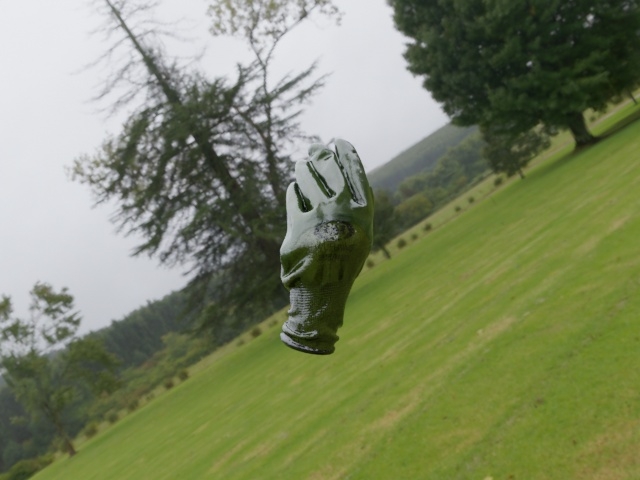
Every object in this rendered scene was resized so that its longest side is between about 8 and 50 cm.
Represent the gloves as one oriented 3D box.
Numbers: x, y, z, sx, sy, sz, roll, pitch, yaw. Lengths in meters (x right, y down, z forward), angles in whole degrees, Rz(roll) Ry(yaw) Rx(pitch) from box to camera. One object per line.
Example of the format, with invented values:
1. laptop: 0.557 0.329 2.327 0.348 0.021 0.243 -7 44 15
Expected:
1. gloves: 0.008 0.004 0.756 0.135 0.267 0.107 10 -10 -39
